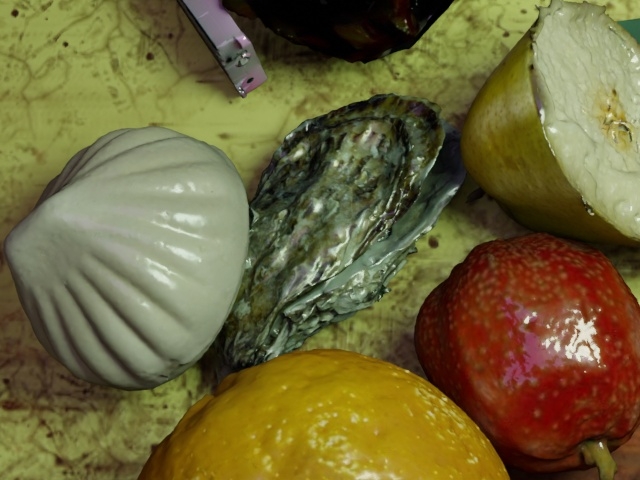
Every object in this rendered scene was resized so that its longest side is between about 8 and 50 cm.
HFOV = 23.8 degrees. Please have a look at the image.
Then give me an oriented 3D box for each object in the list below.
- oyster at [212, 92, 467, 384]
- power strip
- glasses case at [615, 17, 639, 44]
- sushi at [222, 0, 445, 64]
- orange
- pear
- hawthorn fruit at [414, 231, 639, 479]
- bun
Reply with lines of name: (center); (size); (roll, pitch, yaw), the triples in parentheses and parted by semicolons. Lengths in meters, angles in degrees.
oyster: (-0.002, 0.005, 1.461); (0.351, 0.158, 0.162); (-54, 29, 1)
power strip: (-0.142, -0.272, 1.578); (0.037, 0.109, 0.279); (-33, 70, -1)
glasses case: (0.338, -0.179, 1.487); (0.184, 0.039, 0.078); (-7, 72, 10)
sushi: (0.021, -0.285, 1.474); (0.227, 0.215, 0.212); (40, 49, 1)
orange: (-0.005, 0.248, 1.272); (0.340, 0.340, 0.293); (-35, 71, 0)
pear: (0.226, -0.082, 1.410); (0.178, 0.266, 0.267); (-27, 64, 44)
hawthorn fruit: (0.201, 0.118, 1.343); (0.205, 0.205, 0.253); (-25, 65, 3)
bun: (-0.209, 0.004, 1.426); (0.263, 0.175, 0.263); (-17, 64, 38)
